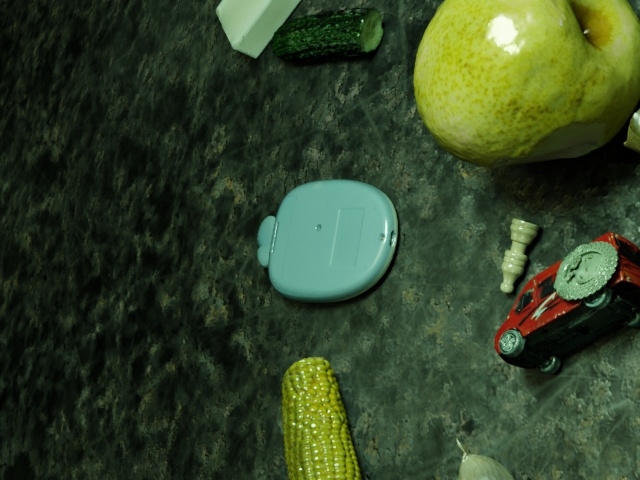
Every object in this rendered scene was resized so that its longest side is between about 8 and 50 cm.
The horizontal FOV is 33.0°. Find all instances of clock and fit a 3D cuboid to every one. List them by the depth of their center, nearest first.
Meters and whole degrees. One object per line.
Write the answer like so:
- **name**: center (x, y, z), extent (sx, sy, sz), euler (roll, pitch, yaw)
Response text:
- **clock**: center (0.291, 0.032, 1.178), extent (0.083, 0.010, 0.074), euler (-14, 46, 52)

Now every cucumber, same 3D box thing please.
- **cucumber**: center (0.003, -0.325, 1.702), extent (0.265, 0.077, 0.077), euler (7, 83, 49)

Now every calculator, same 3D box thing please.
- **calculator**: center (0.000, 0.000, 1.616), extent (0.303, 0.042, 0.188), euler (-2, 77, 46)

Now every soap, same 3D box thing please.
- **soap**: center (-0.099, -0.422, 1.861), extent (0.183, 0.064, 0.121), euler (-48, 47, 27)

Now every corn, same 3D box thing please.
- **corn**: center (0.002, 0.308, 1.462), extent (0.101, 0.101, 0.310), euler (-40, 52, 34)

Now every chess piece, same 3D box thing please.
- **chess piece**: center (0.242, 0.021, 1.339), extent (0.035, 0.035, 0.092), euler (22, 97, 50)

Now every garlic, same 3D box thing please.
- **garlic**: center (0.196, 0.301, 1.258), extent (0.066, 0.084, 0.152), euler (114, 171, -57)

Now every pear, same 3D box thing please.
- **pear**: center (0.236, -0.196, 1.255), extent (0.271, 0.271, 0.271), euler (-20, 63, 44)

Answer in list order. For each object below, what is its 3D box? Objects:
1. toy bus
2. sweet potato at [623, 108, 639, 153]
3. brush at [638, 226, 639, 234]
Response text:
- **toy bus**: center (0.285, 0.076, 1.236), extent (0.195, 0.081, 0.089), euler (-37, 42, 35)
- **sweet potato**: center (0.377, -0.011, 1.118), extent (0.085, 0.112, 0.285), euler (89, -179, -82)
- **brush**: center (0.472, -0.054, 1.115), extent (0.314, 0.017, 0.090), euler (-36, 55, 35)
